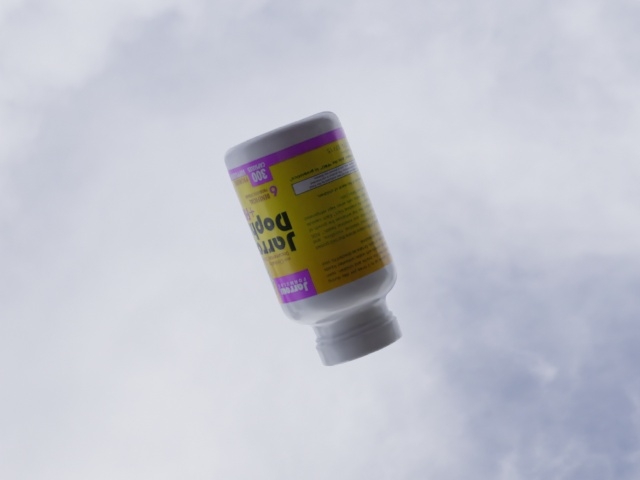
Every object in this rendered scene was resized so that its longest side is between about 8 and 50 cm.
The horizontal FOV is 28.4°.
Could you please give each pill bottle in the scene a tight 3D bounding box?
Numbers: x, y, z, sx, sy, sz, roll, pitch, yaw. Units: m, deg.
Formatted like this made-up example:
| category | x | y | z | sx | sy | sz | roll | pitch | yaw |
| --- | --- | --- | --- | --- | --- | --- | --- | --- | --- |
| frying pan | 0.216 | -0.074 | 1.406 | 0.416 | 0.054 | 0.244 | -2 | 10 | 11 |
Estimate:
| category | x | y | z | sx | sy | sz | roll | pitch | yaw |
| --- | --- | --- | --- | --- | --- | --- | --- | --- | --- |
| pill bottle | 0.000 | 0.000 | 0.442 | 0.043 | 0.043 | 0.083 | -22 | -86 | -16 |
